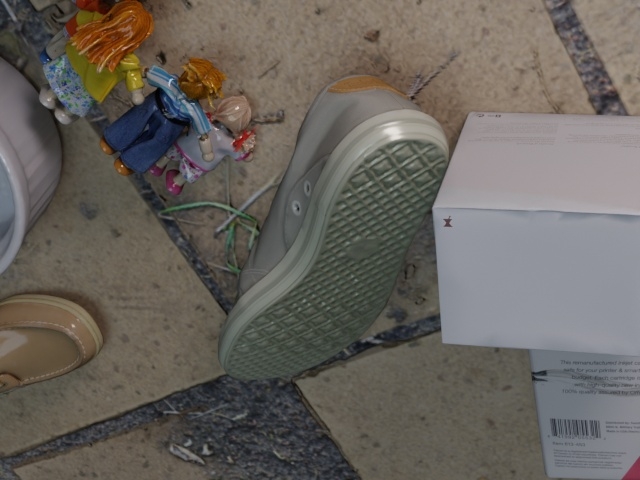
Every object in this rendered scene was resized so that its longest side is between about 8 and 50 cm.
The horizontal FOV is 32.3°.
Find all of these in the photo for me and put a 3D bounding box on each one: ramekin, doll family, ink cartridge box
[{"bbox_3d":[-0.426,-0.092,1.233,0.277,0.135,0.277,9,123,13],"label":"ramekin"},{"bbox_3d":[-0.180,-0.151,1.127,0.263,0.118,0.163,45,123,-12],"label":"doll family"},{"bbox_3d":[0.312,0.131,1.156,0.172,0.100,0.237,-2,121,19],"label":"ink cartridge box"}]

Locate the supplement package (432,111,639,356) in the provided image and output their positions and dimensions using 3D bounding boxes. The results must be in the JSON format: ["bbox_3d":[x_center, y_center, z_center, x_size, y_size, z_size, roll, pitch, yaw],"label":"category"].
[{"bbox_3d":[0.219,-0.013,1.034,0.194,0.203,0.149,3,121,17],"label":"supplement package"}]

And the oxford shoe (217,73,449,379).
[{"bbox_3d":[0.000,0.000,1.168,0.169,0.130,0.449,-2,142,-27],"label":"oxford shoe"}]

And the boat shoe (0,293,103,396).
[{"bbox_3d":[-0.431,0.157,1.404,0.341,0.110,0.121,-13,116,25],"label":"boat shoe"}]
